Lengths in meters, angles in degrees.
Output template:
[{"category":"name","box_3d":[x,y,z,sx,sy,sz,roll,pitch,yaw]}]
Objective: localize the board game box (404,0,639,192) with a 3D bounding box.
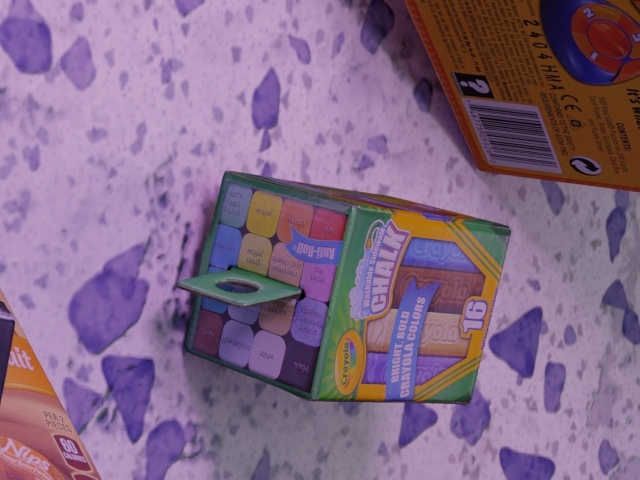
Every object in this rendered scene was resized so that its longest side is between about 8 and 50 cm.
[{"category":"board game box","box_3d":[0.290,-0.272,1.388,0.356,0.356,0.356,-66,149,-26]}]

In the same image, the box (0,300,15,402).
[{"category":"box","box_3d":[-0.298,0.158,0.598,0.312,0.179,0.343,15,85,-52]}]

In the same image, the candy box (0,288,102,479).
[{"category":"candy box","box_3d":[-0.219,0.072,0.879,0.087,0.316,0.183,-47,144,19]}]

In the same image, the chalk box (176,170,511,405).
[{"category":"chalk box","box_3d":[0.003,0.030,1.249,0.213,0.132,0.132,8,97,-47]}]
